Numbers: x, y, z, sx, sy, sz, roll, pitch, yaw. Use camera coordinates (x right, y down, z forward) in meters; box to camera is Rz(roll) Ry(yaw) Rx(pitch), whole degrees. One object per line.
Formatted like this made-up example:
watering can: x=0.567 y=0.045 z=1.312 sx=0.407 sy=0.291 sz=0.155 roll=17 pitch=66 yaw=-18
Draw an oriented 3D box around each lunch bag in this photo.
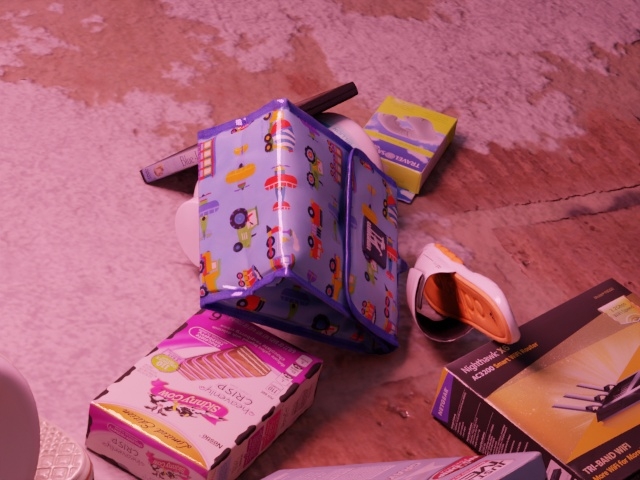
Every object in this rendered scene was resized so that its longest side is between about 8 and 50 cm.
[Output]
lunch bag: x=0.000 y=0.000 z=2.206 sx=0.293 sy=0.138 sz=0.221 roll=25 pitch=54 yaw=-47

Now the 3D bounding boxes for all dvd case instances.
dvd case: x=-0.092 y=-0.137 z=2.407 sx=0.180 sy=0.022 sz=0.253 roll=-29 pitch=8 yaw=-41

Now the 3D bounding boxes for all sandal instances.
sandal: x=0.146 y=0.072 z=2.210 sx=0.076 sy=0.102 sz=0.265 roll=-25 pitch=15 yaw=-12

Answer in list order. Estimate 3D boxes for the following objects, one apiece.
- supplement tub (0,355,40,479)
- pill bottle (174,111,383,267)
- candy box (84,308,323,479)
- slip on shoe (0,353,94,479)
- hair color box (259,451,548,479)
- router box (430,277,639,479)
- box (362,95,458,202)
supplement tub: x=-0.451 y=0.180 z=1.823 sx=0.316 sy=0.228 sz=0.228 roll=13 pitch=32 yaw=36
pill bottle: x=-0.055 y=-0.052 z=2.342 sx=0.146 sy=0.146 sz=0.264 roll=34 pitch=43 yaw=27
candy box: x=-0.126 y=0.178 z=2.085 sx=0.159 sy=0.071 sz=0.233 roll=27 pitch=40 yaw=19
slip on shoe: x=-0.333 y=0.211 z=1.975 sx=0.123 sy=0.101 sz=0.331 roll=-31 pitch=39 yaw=-23
hair color box: x=0.061 y=0.300 z=1.674 sx=0.114 sy=0.185 sz=0.374 roll=-23 pitch=6 yaw=-38
router box: x=0.321 y=0.185 z=2.183 sx=0.309 sy=0.081 sz=0.243 roll=-25 pitch=49 yaw=-38
box: x=0.106 y=-0.125 z=2.565 sx=0.109 sy=0.042 sz=0.178 roll=20 pitch=37 yaw=12
